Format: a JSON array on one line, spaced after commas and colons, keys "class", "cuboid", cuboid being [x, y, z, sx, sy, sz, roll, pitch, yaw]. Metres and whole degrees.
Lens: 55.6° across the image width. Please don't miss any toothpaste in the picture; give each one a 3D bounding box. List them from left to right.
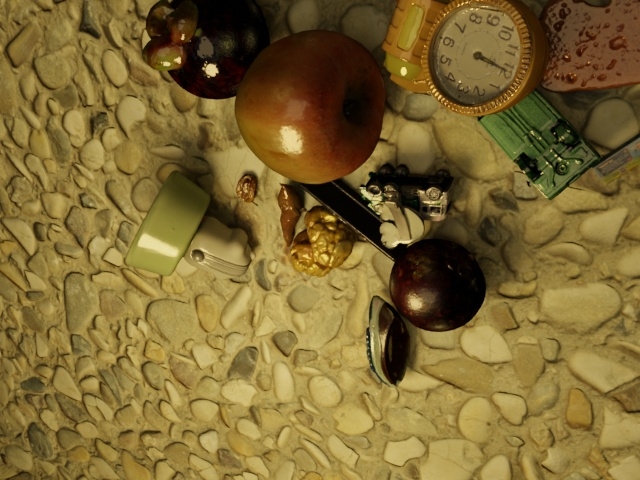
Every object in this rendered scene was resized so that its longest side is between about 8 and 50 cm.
[{"class": "toothpaste", "cuboid": [0.664, -0.182, 1.245, 0.193, 0.044, 0.070, -38, 91, 32]}]

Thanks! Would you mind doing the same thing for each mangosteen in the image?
[{"class": "mangosteen", "cuboid": [-0.261, -0.468, 1.422, 0.288, 0.288, 0.288, 9, 114, 22]}, {"class": "mangosteen", "cuboid": [0.269, 0.131, 1.469, 0.231, 0.231, 0.289, 29, 140, 12]}]

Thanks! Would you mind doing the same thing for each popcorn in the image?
[{"class": "popcorn", "cuboid": [0.016, 0.009, 1.581, 0.163, 0.140, 0.194, 27, 110, 22]}]

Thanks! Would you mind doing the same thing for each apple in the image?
[{"class": "apple", "cuboid": [-0.027, -0.301, 1.370, 0.305, 0.338, 0.339, 16, 118, 41]}]

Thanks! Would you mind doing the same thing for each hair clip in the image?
[{"class": "hair clip", "cuboid": [0.186, -0.043, 1.426, 0.116, 0.049, 0.172, 6, 140, 30]}]

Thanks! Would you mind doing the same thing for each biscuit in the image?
[{"class": "biscuit", "cuboid": [0.560, -0.430, 1.189, 0.277, 0.052, 0.262, -4, 104, 27]}]

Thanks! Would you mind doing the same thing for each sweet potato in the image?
[{"class": "sweet potato", "cuboid": [-0.079, -0.075, 1.635, 0.068, 0.068, 0.226, 16, 134, 19]}]

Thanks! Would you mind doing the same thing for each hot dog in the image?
[{"class": "hot dog", "cuboid": [-0.202, -0.141, 1.674, 0.058, 0.035, 0.083, 24, 119, 19]}]

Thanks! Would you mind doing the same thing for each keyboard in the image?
[{"class": "keyboard", "cuboid": [0.092, -0.073, 1.535, 0.309, 0.101, 0.018, 39, 147, 5]}]

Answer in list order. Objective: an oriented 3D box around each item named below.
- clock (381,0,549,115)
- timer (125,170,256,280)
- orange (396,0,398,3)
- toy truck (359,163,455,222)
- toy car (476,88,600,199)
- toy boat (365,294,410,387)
[{"class": "clock", "cuboid": [0.295, -0.385, 1.200, 0.317, 0.200, 0.244, 37, 126, 29]}, {"class": "timer", "cuboid": [-0.336, 0.000, 1.694, 0.315, 0.291, 0.291, 27, 122, -13]}, {"class": "orange", "cuboid": [0.200, -0.530, 1.299, 0.083, 0.083, 0.084, 9, 114, 22]}, {"class": "toy truck", "cuboid": [0.211, -0.106, 1.459, 0.216, 0.110, 0.116, 7, 126, 22]}, {"class": "toy car", "cuboid": [0.431, -0.245, 1.289, 0.141, 0.097, 0.321, -46, 72, 32]}, {"class": "toy boat", "cuboid": [0.168, 0.273, 1.638, 0.115, 0.114, 0.262, 25, 126, 51]}]
